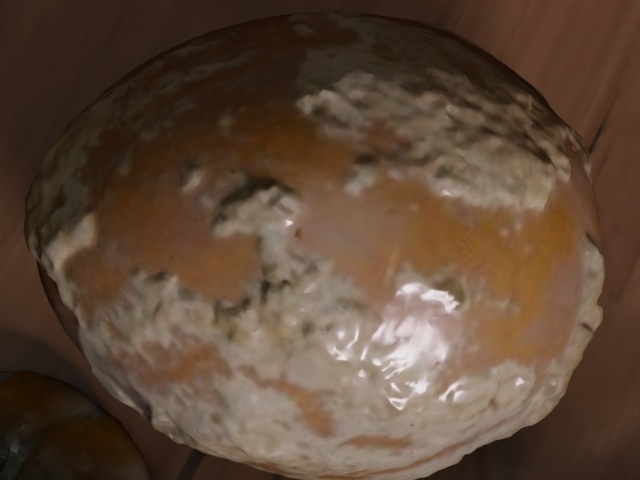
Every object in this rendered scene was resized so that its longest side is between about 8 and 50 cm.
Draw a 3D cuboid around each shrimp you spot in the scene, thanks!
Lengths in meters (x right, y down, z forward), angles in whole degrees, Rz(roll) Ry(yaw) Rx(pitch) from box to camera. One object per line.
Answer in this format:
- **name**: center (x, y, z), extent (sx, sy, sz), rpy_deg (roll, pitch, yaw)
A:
- **shrimp**: center (-0.156, 0.136, 0.878), extent (0.166, 0.049, 0.161), rpy_deg (-1, 75, 2)

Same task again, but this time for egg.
- **egg**: center (0.000, 0.000, 0.827), extent (0.245, 0.203, 0.203), rpy_deg (7, 78, -1)
